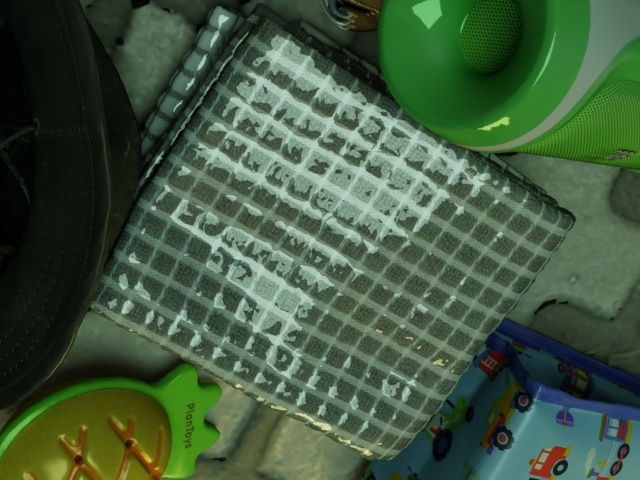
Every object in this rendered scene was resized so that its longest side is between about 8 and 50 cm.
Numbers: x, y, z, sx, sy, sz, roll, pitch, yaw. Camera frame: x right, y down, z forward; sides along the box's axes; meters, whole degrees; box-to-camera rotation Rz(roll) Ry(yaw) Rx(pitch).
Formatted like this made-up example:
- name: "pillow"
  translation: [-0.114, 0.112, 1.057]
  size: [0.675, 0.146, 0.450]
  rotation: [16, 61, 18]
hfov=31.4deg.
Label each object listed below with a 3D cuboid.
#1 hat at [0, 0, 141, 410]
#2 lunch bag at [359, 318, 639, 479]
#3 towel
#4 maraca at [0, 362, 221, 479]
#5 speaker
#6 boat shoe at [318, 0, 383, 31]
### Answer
- name: "hat"
  translation: [-0.192, -0.070, 0.696]
  size: [0.134, 0.331, 0.331]
  rotation: [-12, 123, -49]
- name: "lunch bag"
  translation: [0.198, 0.209, 0.913]
  size: [0.293, 0.138, 0.221]
  rotation: [21, 106, -27]
- name: "towel"
  translation: [0.000, 0.000, 0.782]
  size: [0.283, 0.121, 0.235]
  rotation: [30, 105, -20]
- name: "maraca"
  translation: [-0.156, 0.152, 0.838]
  size: [0.185, 0.099, 0.127]
  rotation: [-14, 126, -31]
- name: "speaker"
  translation: [0.164, -0.106, 0.685]
  size: [0.296, 0.131, 0.131]
  rotation: [1, 119, -51]
- name: "boat shoe"
  translation: [0.034, -0.157, 0.695]
  size: [0.066, 0.183, 0.066]
  rotation: [-26, 86, 26]
